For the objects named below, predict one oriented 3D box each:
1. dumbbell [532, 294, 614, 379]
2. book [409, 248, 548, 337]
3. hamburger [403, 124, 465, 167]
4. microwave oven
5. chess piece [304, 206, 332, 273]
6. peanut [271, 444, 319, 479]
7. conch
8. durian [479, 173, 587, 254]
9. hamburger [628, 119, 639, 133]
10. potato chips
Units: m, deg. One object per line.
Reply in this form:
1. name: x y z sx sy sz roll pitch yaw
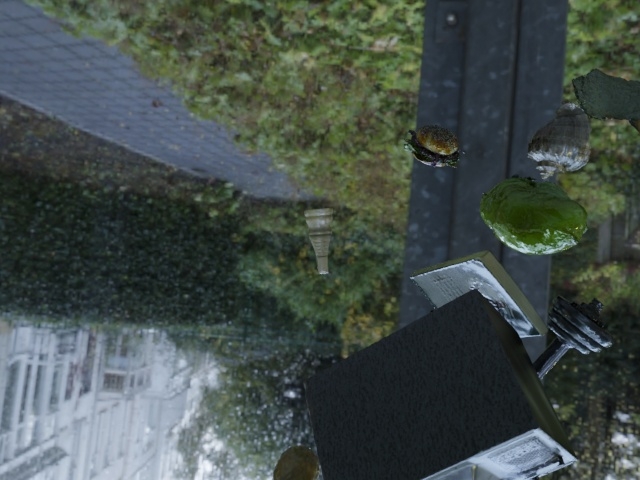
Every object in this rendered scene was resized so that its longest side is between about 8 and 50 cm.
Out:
1. dumbbell: 0.568 0.308 1.669 0.179 0.406 0.179 35 -168 -9
2. book: 0.412 0.161 1.780 0.043 0.260 0.371 -41 -174 -23
3. hamburger: 0.351 -0.298 2.051 0.190 0.093 0.164 -5 -140 -27
4. microwave oven: 0.227 0.368 1.333 0.432 0.374 0.236 -32 136 18
5. chess piece: 0.000 0.000 2.021 0.090 0.200 0.090 -4 -179 0
6. peanut: -0.077 0.725 1.895 0.149 0.149 0.313 6 -154 -3
7. conch: 0.617 -0.251 1.683 0.155 0.207 0.130 25 -170 24
8. durian: 0.618 -0.073 1.919 0.256 0.204 0.339 -22 -156 7
9. hamburger: 1.071 -0.327 1.902 0.276 0.276 0.237 11 133 -47
10. potato chips: 0.587 -0.292 1.281 0.228 0.167 0.059 2 135 -1
